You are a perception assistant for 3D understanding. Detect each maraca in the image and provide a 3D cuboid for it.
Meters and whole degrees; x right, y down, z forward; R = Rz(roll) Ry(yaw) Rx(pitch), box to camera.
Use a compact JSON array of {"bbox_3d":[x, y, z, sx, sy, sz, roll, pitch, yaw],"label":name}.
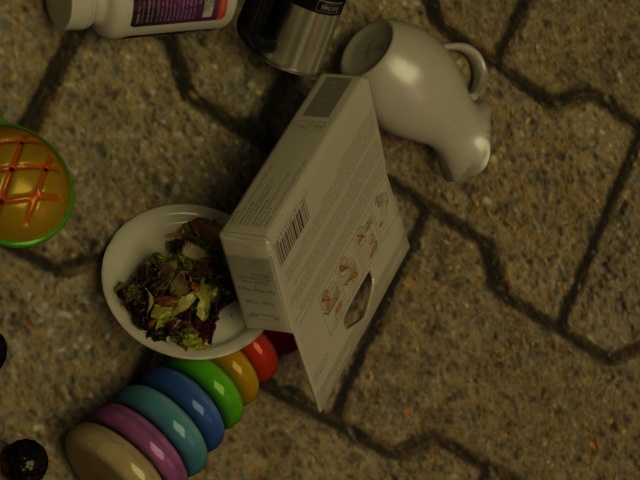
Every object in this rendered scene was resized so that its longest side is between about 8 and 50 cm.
[{"bbox_3d":[-0.341,-0.073,1.848,0.127,0.099,0.185,-40,84,-25],"label":"maraca"}]

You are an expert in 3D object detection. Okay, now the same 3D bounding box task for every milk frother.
[{"bbox_3d":[-0.044,-0.283,2.017,0.129,0.143,0.134,11,116,-25],"label":"milk frother"}]

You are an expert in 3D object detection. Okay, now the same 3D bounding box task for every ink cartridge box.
[{"bbox_3d":[0.000,0.000,1.988,0.296,0.066,0.261,-60,146,-42],"label":"ink cartridge box"}]

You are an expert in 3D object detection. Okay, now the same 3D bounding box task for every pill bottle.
[{"bbox_3d":[-0.197,-0.276,1.914,0.193,0.108,0.108,-9,96,-30],"label":"pill bottle"}]

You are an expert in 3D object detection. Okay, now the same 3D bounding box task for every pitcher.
[{"bbox_3d":[0.125,-0.194,2.108,0.207,0.125,0.177,37,52,-36],"label":"pitcher"}]

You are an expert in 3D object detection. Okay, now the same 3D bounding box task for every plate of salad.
[{"bbox_3d":[-0.142,0.039,1.942,0.200,0.048,0.200,7,58,-12],"label":"plate of salad"}]

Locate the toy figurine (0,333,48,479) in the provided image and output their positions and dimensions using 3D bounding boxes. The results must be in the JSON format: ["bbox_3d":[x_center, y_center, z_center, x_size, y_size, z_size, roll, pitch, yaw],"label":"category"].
[{"bbox_3d":[-0.385,0.206,1.759,0.213,0.148,0.209,-43,115,-54],"label":"toy figurine"}]

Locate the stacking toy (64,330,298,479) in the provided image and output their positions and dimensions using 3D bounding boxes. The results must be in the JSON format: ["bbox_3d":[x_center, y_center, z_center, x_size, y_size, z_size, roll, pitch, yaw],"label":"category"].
[{"bbox_3d":[-0.129,0.159,1.965,0.330,0.141,0.141,-46,112,-28],"label":"stacking toy"}]
